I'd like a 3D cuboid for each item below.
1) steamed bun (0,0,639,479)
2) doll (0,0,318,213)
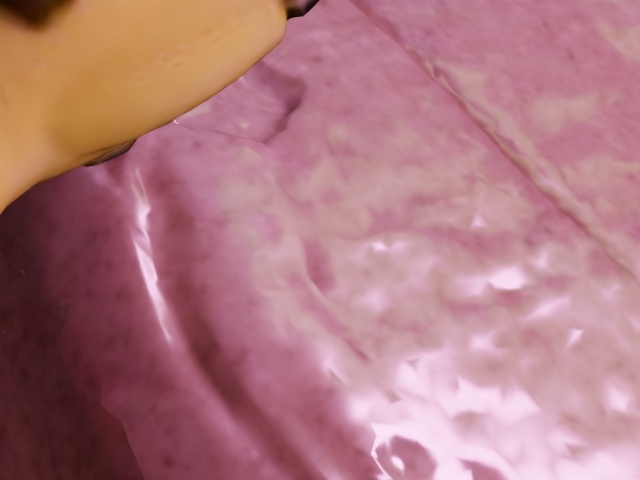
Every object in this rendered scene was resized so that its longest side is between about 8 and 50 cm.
[{"bbox_3d":[0.031,0.043,0.500,0.301,0.199,0.251,-23,69,-36],"label":"steamed bun"},{"bbox_3d":[-0.085,0.000,0.321,0.291,0.117,0.086,-64,149,-30],"label":"doll"}]
